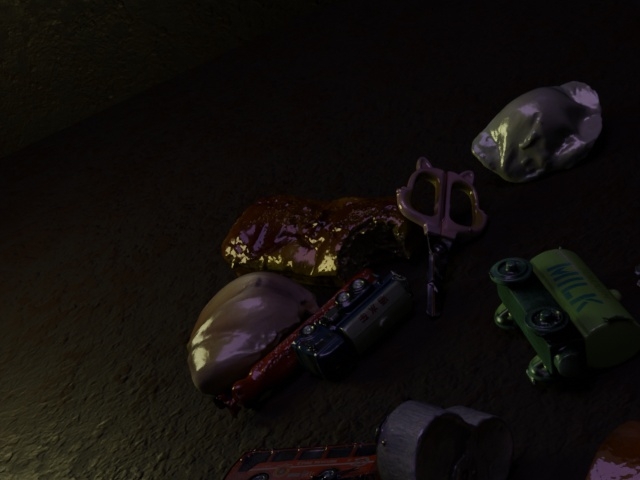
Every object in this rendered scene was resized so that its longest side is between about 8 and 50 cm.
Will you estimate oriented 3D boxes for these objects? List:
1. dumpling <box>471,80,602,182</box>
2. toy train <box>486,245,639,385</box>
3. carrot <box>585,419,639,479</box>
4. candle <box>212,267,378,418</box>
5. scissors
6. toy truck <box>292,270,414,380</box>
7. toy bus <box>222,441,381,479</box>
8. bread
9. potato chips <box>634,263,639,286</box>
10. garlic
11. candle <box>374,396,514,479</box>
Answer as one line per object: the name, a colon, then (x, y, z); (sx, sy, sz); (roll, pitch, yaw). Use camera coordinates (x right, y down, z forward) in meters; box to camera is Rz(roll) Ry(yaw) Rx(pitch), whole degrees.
dumpling: (0.372, -0.174, 1.864); (0.228, 0.124, 0.151); (-30, 63, 6)
toy train: (0.323, 0.091, 1.469); (0.157, 0.105, 0.253); (-14, 27, -4)
carrot: (0.382, 0.278, 1.003); (0.254, 0.196, 0.196); (5, 42, 39)
candle: (-0.025, 0.156, 1.707); (0.329, 0.051, 0.048); (-40, 16, -23)
scissors: (0.189, -0.006, 1.750); (0.160, 0.024, 0.318); (16, 49, -8)
toy truck: (0.057, 0.126, 1.671); (0.201, 0.074, 0.088); (-40, 38, -23)
toy bus: (-0.016, 0.308, 1.427); (0.234, 0.074, 0.096); (-9, 24, 31)
bread: (0.000, 0.000, 1.892); (0.380, 0.109, 0.185); (2, 39, 41)
potato chips: (0.535, 0.013, 1.441); (0.228, 0.059, 0.167); (-35, 19, -13)
garlic: (-0.118, 0.124, 1.789); (0.228, 0.110, 0.217); (-27, 24, 2)
candle: (0.139, 0.270, 1.275); (0.068, 0.192, 0.169); (6, 86, 46)
